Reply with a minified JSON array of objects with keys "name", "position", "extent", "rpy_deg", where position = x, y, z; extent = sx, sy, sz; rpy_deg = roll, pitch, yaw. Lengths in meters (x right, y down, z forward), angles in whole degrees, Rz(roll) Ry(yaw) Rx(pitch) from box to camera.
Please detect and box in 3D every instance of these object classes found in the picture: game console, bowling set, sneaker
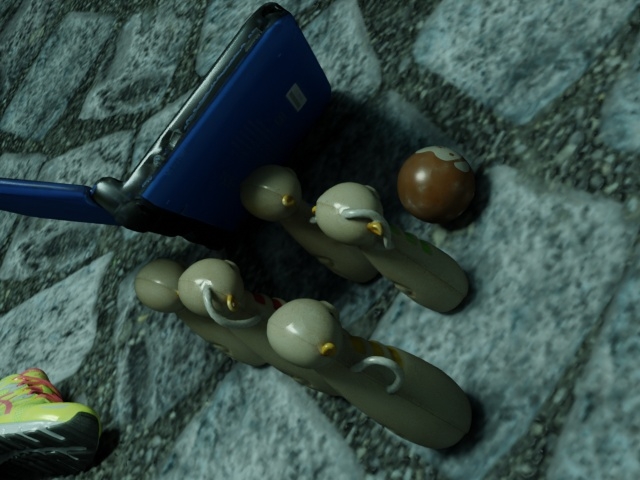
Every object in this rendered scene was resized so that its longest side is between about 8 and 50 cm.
[{"name":"game console","position":[-0.140,-0.084,0.886],"extent":[0.250,0.173,0.293],"rpy_deg":[-53,-6,1]},{"name":"bowling set","position":[0.000,0.000,0.785],"extent":[0.287,0.154,0.200],"rpy_deg":[10,70,53]},{"name":"sneaker","position":[-0.257,0.152,1.034],"extent":[0.208,0.081,0.094],"rpy_deg":[-14,49,45]}]
